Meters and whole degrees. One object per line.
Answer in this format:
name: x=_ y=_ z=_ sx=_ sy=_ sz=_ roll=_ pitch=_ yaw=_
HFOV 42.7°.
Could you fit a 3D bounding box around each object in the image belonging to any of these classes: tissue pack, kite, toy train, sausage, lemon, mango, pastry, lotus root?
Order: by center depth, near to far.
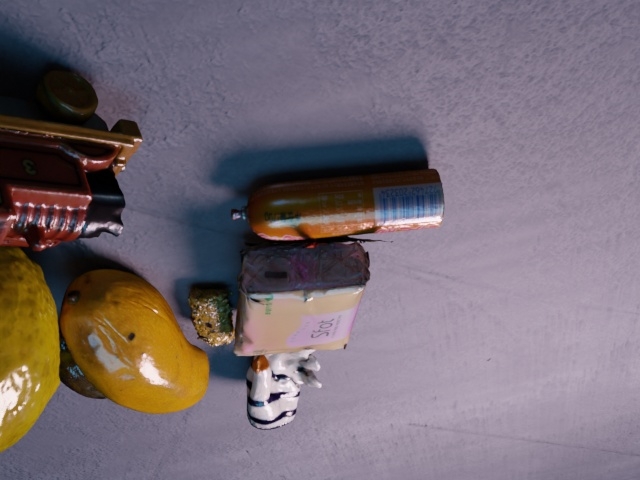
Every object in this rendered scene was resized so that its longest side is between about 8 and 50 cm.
toy train: x=-0.386 y=-0.082 z=0.952 sx=0.369 sy=0.231 sz=0.163 roll=4 pitch=144 yaw=-44
lemon: x=-0.536 y=0.155 z=1.147 sx=0.350 sy=0.387 sz=0.350 roll=-16 pitch=133 yaw=-18
sausage: x=0.022 y=-0.050 z=1.227 sx=0.312 sy=0.093 sz=0.093 roll=-6 pitch=142 yaw=-5
kite: x=0.000 y=-0.001 z=1.256 sx=0.232 sy=0.009 sz=0.189 roll=-3 pitch=-174 yaw=10
mango: x=-0.307 y=0.183 z=1.376 sx=0.144 sy=0.187 sz=0.359 roll=4 pitch=140 yaw=34
tissue pack: x=-0.041 y=0.101 z=1.380 sx=0.215 sy=0.123 sz=0.256 roll=-3 pitch=152 yaw=-9
pastry: x=-0.190 y=0.132 z=1.444 sx=0.080 sy=0.056 sz=0.140 roll=-9 pitch=136 yaw=-13
lotus root: x=-0.403 y=0.224 z=1.465 sx=0.120 sy=0.120 sz=0.209 roll=-25 pitch=139 yaw=18

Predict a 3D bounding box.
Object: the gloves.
gloves: x=-0.078 y=0.258 z=1.589 sx=0.140 sy=0.131 sz=0.218 roll=6 pitch=109 yaw=-17
